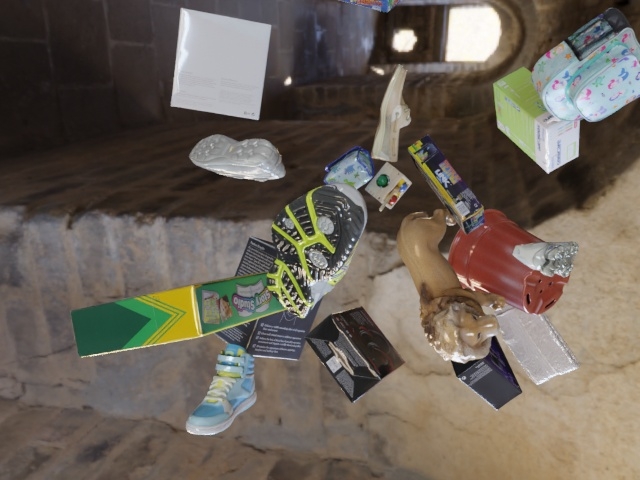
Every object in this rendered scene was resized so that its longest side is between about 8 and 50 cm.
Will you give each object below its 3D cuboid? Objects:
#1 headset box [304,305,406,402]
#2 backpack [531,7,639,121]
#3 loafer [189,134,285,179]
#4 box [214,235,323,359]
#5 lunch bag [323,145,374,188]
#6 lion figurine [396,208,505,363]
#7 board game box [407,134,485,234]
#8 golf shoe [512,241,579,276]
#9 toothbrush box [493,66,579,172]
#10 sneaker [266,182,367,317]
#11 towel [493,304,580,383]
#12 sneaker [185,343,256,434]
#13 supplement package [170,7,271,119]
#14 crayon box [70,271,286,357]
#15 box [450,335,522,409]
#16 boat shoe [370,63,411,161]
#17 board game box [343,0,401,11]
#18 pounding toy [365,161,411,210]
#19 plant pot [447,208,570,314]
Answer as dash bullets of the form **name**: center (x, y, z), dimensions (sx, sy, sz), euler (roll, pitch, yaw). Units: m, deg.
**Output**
- **headset box**: center (0.109, 0.308, 1.611), dimensions (0.218, 0.110, 0.293), euler (52, 17, 16)
- **backpack**: center (0.679, -0.417, 1.440), dimensions (0.225, 0.253, 0.191), euler (27, 45, -43)
- **loafer**: center (-0.225, -0.209, 1.501), dimensions (0.112, 0.319, 0.111), euler (-58, 136, -19)
- **box**: center (-0.172, 0.222, 2.146), dimensions (0.293, 0.212, 0.395), euler (20, 93, -48)
- **lunch bag**: center (0.085, -0.205, 1.663), dimensions (0.096, 0.129, 0.151), euler (52, 21, -14)
- **lion figurine**: center (0.233, 0.069, 1.139), dimensions (0.240, 0.142, 0.392), euler (9, 41, -44)
- **board game box**: center (0.239, -0.101, 1.068), dimensions (0.170, 0.048, 0.141), euler (57, 10, 17)
- **golf shoe**: center (0.412, 0.024, 1.038), dimensions (0.176, 0.086, 0.069), euler (7, 101, -51)
- **toothbrush box**: center (0.692, -0.390, 1.837), dimensions (0.283, 0.122, 0.206), euler (62, 1, 41)
- **sneaker**: center (0.000, 0.000, 1.038), dimensions (0.147, 0.145, 0.384), euler (-43, 172, -31)
- **towel**: center (0.707, 0.328, 1.892), dimensions (0.049, 0.282, 0.187), euler (-22, 163, -37)
- **sneaker**: center (-0.295, 0.426, 1.689), dimensions (0.319, 0.127, 0.208), euler (-22, 115, -71)
- **supplement package**: center (-0.223, -0.392, 1.282), dimensions (0.149, 0.194, 0.203), euler (-119, -143, -72)
- **crayon box**: center (-0.281, 0.148, 1.238), dimensions (0.363, 0.313, 0.106), euler (-6, 83, -66)
- **box**: center (0.469, 0.343, 1.698), dimensions (0.184, 0.103, 0.261), euler (42, 19, -20)
- **boat shoe**: center (0.231, -0.386, 1.755), dimensions (0.109, 0.098, 0.302), euler (-68, 171, -60)
- **board game box**: center (0.126, -0.701, 1.598), dimensions (0.136, 0.201, 0.035), euler (-50, 154, -39)
- **pounding toy**: center (0.213, -0.158, 1.784), dimensions (0.130, 0.100, 0.141), euler (-51, 157, 8)
- **plant pot**: center (0.573, 0.076, 1.704), dimensions (0.272, 0.265, 0.272), euler (-15, 119, -28)
